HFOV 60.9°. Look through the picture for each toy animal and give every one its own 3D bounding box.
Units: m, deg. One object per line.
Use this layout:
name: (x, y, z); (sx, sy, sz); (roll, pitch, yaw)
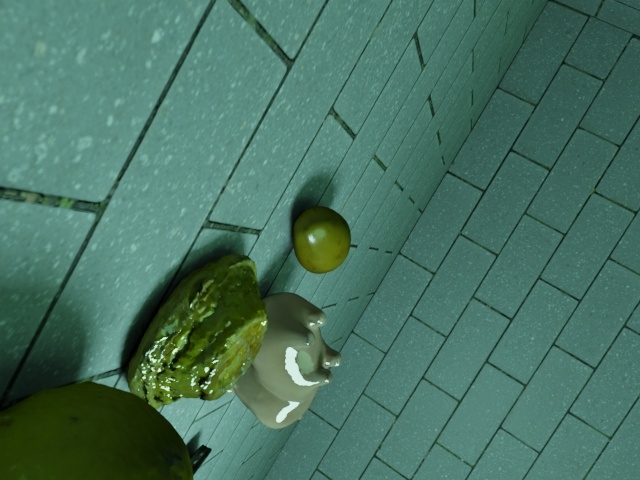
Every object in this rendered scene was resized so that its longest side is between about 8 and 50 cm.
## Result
toy animal: (-0.092, 0.266, 1.211); (0.237, 0.269, 0.326); (-42, 126, -50)

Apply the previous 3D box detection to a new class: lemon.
lemon: (-0.262, 0.282, 0.580); (0.260, 0.260, 0.284); (-56, -165, -9)

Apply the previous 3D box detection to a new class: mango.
mango: (0.000, 0.000, 1.149); (0.138, 0.113, 0.253); (-60, 165, -3)

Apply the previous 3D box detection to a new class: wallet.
wallet: (-0.370, 0.621, 1.274); (0.309, 0.042, 0.165); (-50, 172, -39)

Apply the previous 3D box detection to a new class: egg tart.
egg tart: (-0.173, 0.158, 0.876); (0.294, 0.123, 0.294); (-55, 167, -20)
